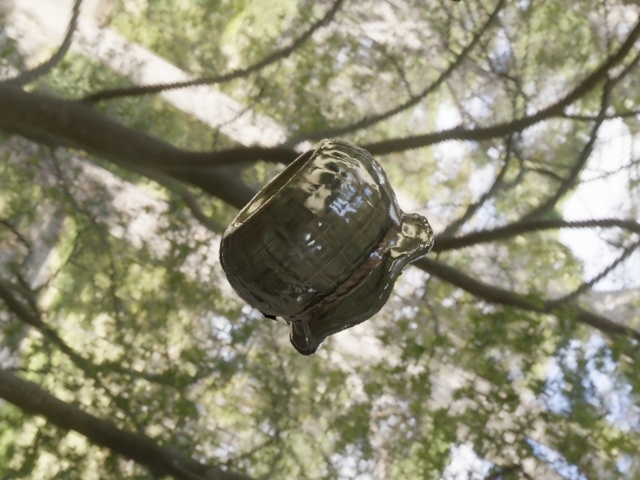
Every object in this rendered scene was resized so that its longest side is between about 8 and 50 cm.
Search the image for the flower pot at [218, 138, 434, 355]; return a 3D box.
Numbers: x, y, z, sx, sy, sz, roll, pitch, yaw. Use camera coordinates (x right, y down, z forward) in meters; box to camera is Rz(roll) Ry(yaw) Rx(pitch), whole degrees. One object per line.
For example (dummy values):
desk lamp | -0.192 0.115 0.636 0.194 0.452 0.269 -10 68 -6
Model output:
flower pot | 0.000 0.000 1.500 0.302 0.213 0.302 -42 -172 8
